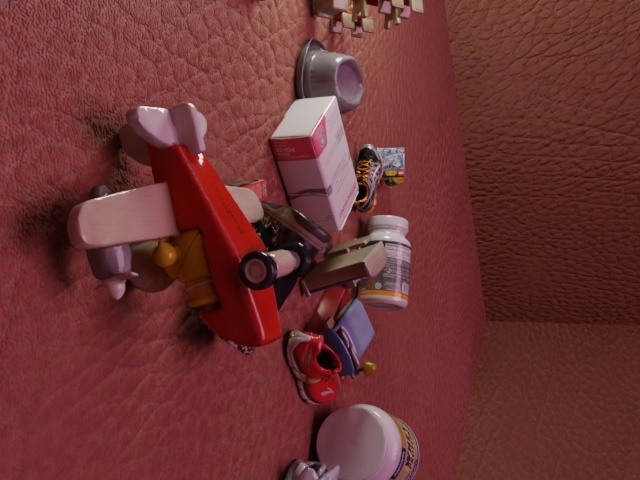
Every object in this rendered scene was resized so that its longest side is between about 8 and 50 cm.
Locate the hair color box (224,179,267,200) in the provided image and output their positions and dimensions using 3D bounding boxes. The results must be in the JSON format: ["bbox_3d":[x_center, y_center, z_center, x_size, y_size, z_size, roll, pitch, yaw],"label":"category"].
[{"bbox_3d":[-0.172,-0.095,1.560,0.141,0.072,0.043,-29,117,-66],"label":"hair color box"}]

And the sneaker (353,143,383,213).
[{"bbox_3d":[0.138,-0.192,2.324,0.083,0.084,0.215,16,76,-62],"label":"sneaker"}]

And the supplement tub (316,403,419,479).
[{"bbox_3d":[0.132,0.579,2.095,0.316,0.228,0.228,44,49,-61],"label":"supplement tub"}]

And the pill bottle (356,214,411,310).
[{"bbox_3d":[0.202,0.072,2.369,0.162,0.162,0.278,37,54,-63],"label":"pill bottle"}]

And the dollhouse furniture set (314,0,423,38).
[{"bbox_3d":[0.110,-0.667,2.065,0.259,0.262,0.135,0,88,-37],"label":"dollhouse furniture set"}]

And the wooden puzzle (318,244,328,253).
[{"bbox_3d":[0.000,0.000,2.062,0.116,0.014,0.078,-18,106,-68],"label":"wooden puzzle"}]

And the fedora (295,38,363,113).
[{"bbox_3d":[0.039,-0.417,2.020,0.275,0.124,0.244,7,84,-68],"label":"fedora"}]

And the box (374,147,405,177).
[{"bbox_3d":[0.198,-0.246,2.403,0.027,0.137,0.094,-167,-104,-85],"label":"box"}]

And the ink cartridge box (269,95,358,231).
[{"bbox_3d":[-0.008,-0.189,1.905,0.207,0.117,0.283,-64,146,-48],"label":"ink cartridge box"}]

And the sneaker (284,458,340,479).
[{"bbox_3d":[0.007,0.666,1.897,0.366,0.137,0.210,37,58,-59],"label":"sneaker"}]

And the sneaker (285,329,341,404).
[{"bbox_3d":[0.001,0.331,1.917,0.279,0.118,0.107,66,32,-45],"label":"sneaker"}]

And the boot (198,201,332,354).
[{"bbox_3d":[-0.128,0.072,1.536,0.138,0.377,0.284,35,82,-17],"label":"boot"}]

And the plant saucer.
[{"bbox_3d":[0.047,0.269,2.132,0.259,0.047,0.258,-62,144,-49],"label":"plant saucer"}]

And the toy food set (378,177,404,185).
[{"bbox_3d":[0.210,-0.234,2.537,0.128,0.071,0.218,66,20,5],"label":"toy food set"}]

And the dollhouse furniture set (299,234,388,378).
[{"bbox_3d":[0.131,0.169,2.018,0.303,0.198,0.286,65,31,-12],"label":"dollhouse furniture set"}]

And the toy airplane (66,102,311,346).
[{"bbox_3d":[-0.229,-0.028,1.227,0.386,0.272,0.384,36,29,-33],"label":"toy airplane"}]
